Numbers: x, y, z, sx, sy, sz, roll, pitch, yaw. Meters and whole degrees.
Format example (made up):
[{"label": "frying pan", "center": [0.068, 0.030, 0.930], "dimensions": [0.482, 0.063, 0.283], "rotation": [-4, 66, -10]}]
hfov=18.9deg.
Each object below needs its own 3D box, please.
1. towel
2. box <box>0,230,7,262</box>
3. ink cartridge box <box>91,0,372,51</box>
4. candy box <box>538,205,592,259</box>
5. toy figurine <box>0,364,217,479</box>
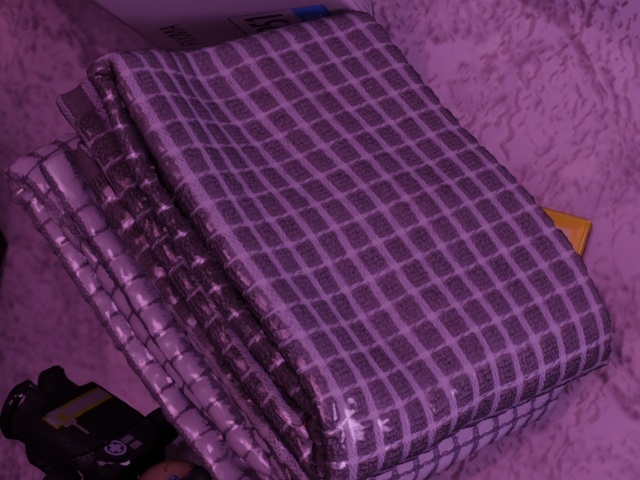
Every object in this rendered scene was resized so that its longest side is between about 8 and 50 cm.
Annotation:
[{"label": "towel", "center": [0.000, 0.000, 1.067], "dimensions": [0.283, 0.235, 0.121], "rotation": [54, 138, 17]}, {"label": "box", "center": [-0.307, 0.104, 1.091], "dimensions": [0.143, 0.191, 0.381], "rotation": [3, 58, 10]}, {"label": "ink cartridge box", "center": [-0.122, -0.164, 1.104], "dimensions": [0.261, 0.296, 0.066], "rotation": [-6, 83, 11]}, {"label": "candy box", "center": [0.055, 0.010, 1.188], "dimensions": [0.206, 0.027, 0.105], "rotation": [15, 83, 12]}, {"label": "toy figurine", "center": [-0.126, 0.200, 1.104], "dimensions": [0.148, 0.209, 0.213], "rotation": [30, 80, 24]}]
